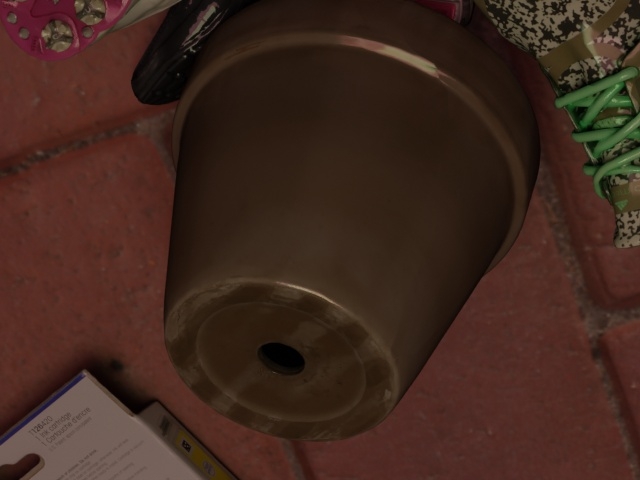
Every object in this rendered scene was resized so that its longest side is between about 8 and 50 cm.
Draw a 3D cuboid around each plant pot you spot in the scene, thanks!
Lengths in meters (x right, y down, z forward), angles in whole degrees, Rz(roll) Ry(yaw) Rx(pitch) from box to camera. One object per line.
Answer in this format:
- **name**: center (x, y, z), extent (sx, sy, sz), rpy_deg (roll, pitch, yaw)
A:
- **plant pot**: center (0.000, 0.000, 1.193), extent (0.323, 0.280, 0.323), rpy_deg (11, 136, 11)

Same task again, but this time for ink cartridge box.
- **ink cartridge box**: center (-0.235, 0.309, 1.515), extent (0.303, 0.072, 0.307), rpy_deg (-38, 102, 19)

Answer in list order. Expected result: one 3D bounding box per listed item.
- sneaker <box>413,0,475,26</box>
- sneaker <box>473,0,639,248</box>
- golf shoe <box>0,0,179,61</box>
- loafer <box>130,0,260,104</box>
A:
- **sneaker**: center (0.105, -0.255, 1.253), extent (0.063, 0.075, 0.170), rpy_deg (-4, 90, 25)
- **sneaker**: center (0.271, -0.087, 1.191), extent (0.410, 0.182, 0.158), rpy_deg (38, 145, -20)
- **golf shoe**: center (-0.121, -0.256, 1.188), extent (0.306, 0.140, 0.115), rpy_deg (-25, 95, 16)
- **loafer**: center (-0.096, -0.210, 1.288), extent (0.223, 0.076, 0.078), rpy_deg (-45, 67, 26)
